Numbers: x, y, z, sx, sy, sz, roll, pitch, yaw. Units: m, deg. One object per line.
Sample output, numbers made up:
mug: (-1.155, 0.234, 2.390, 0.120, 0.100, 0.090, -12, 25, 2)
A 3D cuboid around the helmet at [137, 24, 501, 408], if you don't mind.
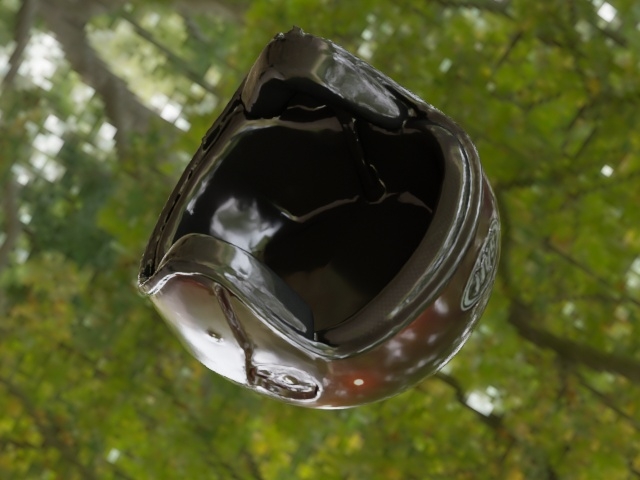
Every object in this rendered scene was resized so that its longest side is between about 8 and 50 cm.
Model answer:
helmet: (0.000, 0.000, 1.022, 0.216, 0.193, 0.189, 6, -123, 31)
